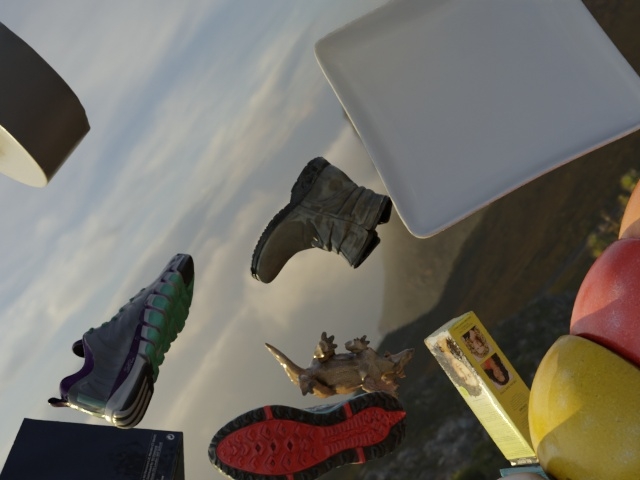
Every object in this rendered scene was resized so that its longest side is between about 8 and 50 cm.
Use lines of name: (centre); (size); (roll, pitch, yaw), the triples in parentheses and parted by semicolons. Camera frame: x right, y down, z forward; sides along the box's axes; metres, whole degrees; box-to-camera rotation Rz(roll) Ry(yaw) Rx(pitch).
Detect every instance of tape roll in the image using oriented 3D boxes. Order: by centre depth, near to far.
tape roll: (-0.326, -0.144, 0.831); (0.072, 0.219, 0.219); (-58, 4, -18)

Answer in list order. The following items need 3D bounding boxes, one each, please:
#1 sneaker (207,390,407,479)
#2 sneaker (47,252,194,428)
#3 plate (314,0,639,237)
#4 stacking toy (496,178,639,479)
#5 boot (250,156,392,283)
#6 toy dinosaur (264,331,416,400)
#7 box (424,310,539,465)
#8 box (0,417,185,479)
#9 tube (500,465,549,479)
sneaker: (-0.023, 0.262, 1.130); (0.125, 0.262, 0.104); (-38, 59, 59)
sneaker: (-0.207, 0.090, 0.952); (0.223, 0.098, 0.083); (-72, -11, -45)
plate: (0.167, -0.167, 0.954); (0.278, 0.277, 0.045); (-28, -25, 4)
stacking toy: (0.312, 0.151, 0.812); (0.480, 0.350, 0.350); (-45, 2, -5)
boot: (0.000, 0.000, 1.445); (0.246, 0.161, 0.083); (-59, -16, 16)
toy dinosaur: (0.041, 0.252, 1.667); (0.200, 0.296, 0.127); (104, 169, -74)
box: (0.254, 0.220, 1.315); (0.058, 0.232, 0.087); (-34, -5, -25)
box: (-0.401, 0.487, 1.606); (0.182, 0.294, 0.296); (-87, 2, -52)
tube: (0.256, 0.315, 0.960); (0.207, 0.080, 0.052); (-94, 0, -59)
